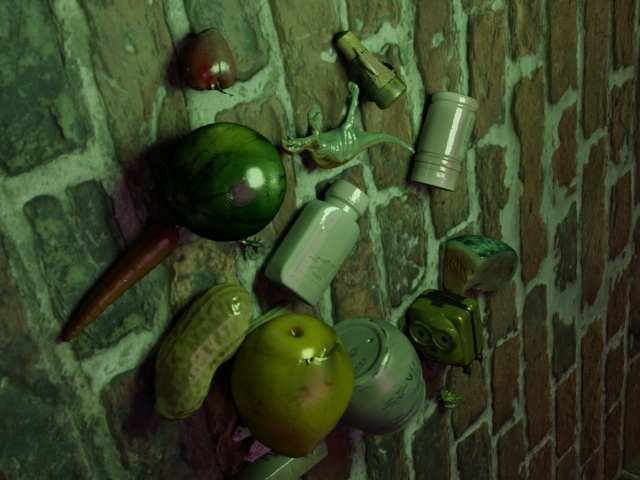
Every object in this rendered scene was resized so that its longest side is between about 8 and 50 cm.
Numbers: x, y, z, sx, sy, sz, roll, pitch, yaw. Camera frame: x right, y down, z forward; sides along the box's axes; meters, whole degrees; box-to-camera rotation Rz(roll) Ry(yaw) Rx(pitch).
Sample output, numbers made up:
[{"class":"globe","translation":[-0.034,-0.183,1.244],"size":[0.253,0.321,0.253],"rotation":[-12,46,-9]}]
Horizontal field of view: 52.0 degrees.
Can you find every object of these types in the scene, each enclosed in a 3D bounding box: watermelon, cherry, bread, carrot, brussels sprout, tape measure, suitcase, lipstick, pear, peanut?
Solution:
[{"class":"watermelon","translation":[-0.186,-0.114,1.287],"size":[0.243,0.242,0.242],"rotation":[-14,112,-38]},{"class":"cherry","translation":[-0.217,-0.346,1.295],"size":[0.106,0.087,0.126],"rotation":[19,72,-36]},{"class":"bread","translation":[-0.126,0.205,1.583],"size":[0.154,0.028,0.068],"rotation":[-31,126,-29]},{"class":"carrot","translation":[-0.390,0.069,1.297],"size":[0.336,0.069,0.069],"rotation":[-46,129,-13]},{"class":"brussels sprout","translation":[0.416,0.518,2.133],"size":[0.085,0.085,0.058],"rotation":[24,80,-43]},{"class":"tape measure","translation":[0.144,-0.391,1.618],"size":[0.094,0.054,0.091],"rotation":[-39,127,-18]},{"class":"suitcase","translation":[0.365,0.268,1.921],"size":[0.143,0.194,0.234],"rotation":[-37,126,-38]},{"class":"lipstick","translation":[-0.145,0.606,1.660],"size":[0.372,0.080,0.076],"rotation":[-29,120,-32]},{"class":"pear","translation":[-0.064,0.327,1.484],"size":[0.285,0.285,0.336],"rotation":[-35,153,-28]},{"class":"watermelon","translation":[0.482,0.081,2.039],"size":[0.226,0.148,0.318],"rotation":[-48,145,3]},{"class":"peanut","translation":[-0.257,0.237,1.409],"size":[0.325,0.140,0.153],"rotation":[-62,149,-5]}]

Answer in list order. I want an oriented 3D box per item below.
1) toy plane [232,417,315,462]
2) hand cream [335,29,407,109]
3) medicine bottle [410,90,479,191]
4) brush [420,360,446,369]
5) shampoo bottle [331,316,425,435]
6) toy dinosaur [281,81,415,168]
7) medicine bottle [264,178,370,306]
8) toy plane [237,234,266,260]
[{"class":"toy plane","translation":[-0.120,0.488,1.642],"size":[0.234,0.082,0.159],"rotation":[33,72,-30]},{"class":"hand cream","translation":[0.114,-0.407,1.535],"size":[0.084,0.084,0.203],"rotation":[-44,99,-23]},{"class":"medicine bottle","translation":[0.334,-0.266,1.771],"size":[0.133,0.133,0.249],"rotation":[13,93,-43]},{"class":"brush","translation":[0.335,0.375,2.048],"size":[0.196,0.021,0.070],"rotation":[5,98,-42]},{"class":"shampoo bottle","translation":[0.126,0.349,1.686],"size":[0.273,0.273,0.266],"rotation":[-53,134,-16]},{"class":"toy dinosaur","translation":[0.072,-0.260,1.572],"size":[0.393,0.092,0.205],"rotation":[12,93,-44]},{"class":"medicine bottle","translation":[0.000,0.000,1.579],"size":[0.161,0.111,0.296],"rotation":[41,77,-42]},{"class":"toy plane","translation":[-0.158,0.006,1.492],"size":[0.083,0.031,0.078],"rotation":[10,96,-43]}]
